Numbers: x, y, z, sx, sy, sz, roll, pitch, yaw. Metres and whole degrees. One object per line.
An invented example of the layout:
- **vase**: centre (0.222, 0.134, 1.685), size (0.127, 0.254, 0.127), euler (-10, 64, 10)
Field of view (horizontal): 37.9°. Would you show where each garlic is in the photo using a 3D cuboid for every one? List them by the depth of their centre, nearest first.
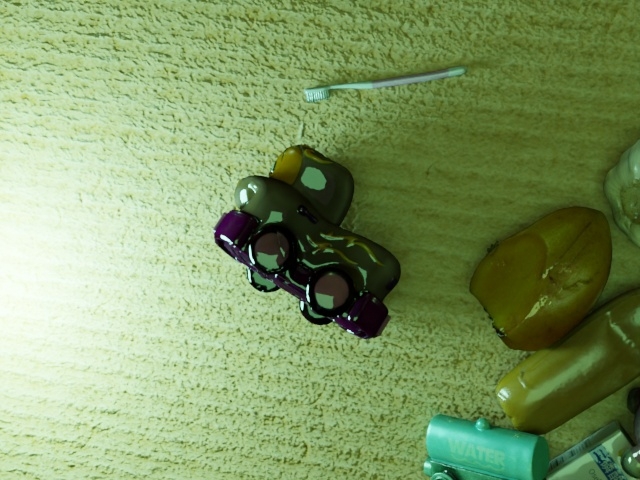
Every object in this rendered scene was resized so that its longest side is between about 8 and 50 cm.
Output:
- **garlic**: centre (0.596, -0.093, 1.529), size (0.226, 0.199, 0.199), euler (-19, 95, -23)

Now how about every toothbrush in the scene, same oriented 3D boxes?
- **toothbrush**: centre (0.113, -0.274, 1.626), size (0.286, 0.020, 0.025), euler (-7, 104, 10)

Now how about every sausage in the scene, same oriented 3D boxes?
- **sausage**: centre (0.466, 0.198, 1.583), size (0.354, 0.116, 0.134), euler (-35, 87, 9)

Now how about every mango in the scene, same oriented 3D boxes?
- **mango**: centre (0.389, 0.058, 1.566), size (0.257, 0.138, 0.187), euler (-38, 63, 11)

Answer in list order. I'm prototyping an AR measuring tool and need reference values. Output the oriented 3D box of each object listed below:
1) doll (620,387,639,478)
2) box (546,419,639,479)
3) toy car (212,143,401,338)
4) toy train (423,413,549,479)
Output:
- **doll**: centre (0.636, 0.346, 1.557), size (0.255, 0.152, 0.196), euler (19, 90, -5)
- **box**: centre (0.539, 0.511, 1.634), size (0.200, 0.065, 0.343), euler (-36, 91, 11)
- **toy car**: centre (0.000, 0.000, 1.580), size (0.340, 0.271, 0.240), euler (34, 80, 0)
- **toy train**: centre (0.285, 0.381, 1.605), size (0.248, 0.101, 0.159), euler (3, 105, 39)
